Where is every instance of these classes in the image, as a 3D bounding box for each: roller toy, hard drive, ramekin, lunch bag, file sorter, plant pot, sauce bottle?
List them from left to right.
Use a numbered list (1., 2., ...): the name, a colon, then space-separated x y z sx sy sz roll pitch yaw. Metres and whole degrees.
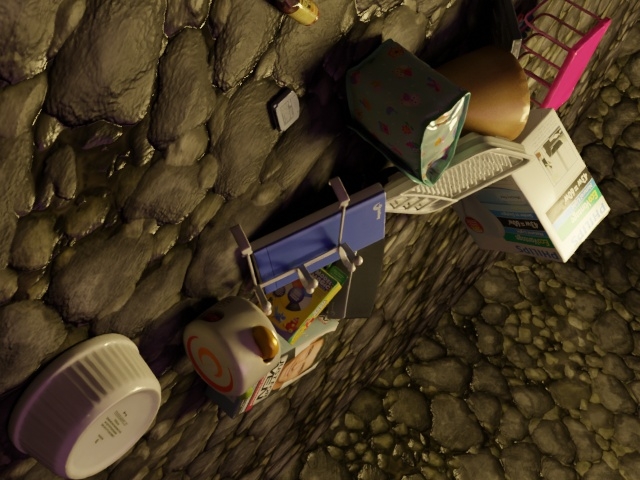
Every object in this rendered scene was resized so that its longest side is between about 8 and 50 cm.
1. ramekin: -0.415 0.313 1.315 0.273 0.127 0.273 -42 157 -23
2. roller toy: -0.186 0.222 1.549 0.146 0.191 0.209 -36 159 -36
3. sauce bottle: -0.044 -0.367 1.108 0.042 0.042 0.128 -57 160 13
4. hard drive: 0.000 0.000 1.638 0.319 0.040 0.210 -26 153 -10
5. hard drive: 0.103 0.094 1.969 0.172 0.054 0.254 7 95 -52
6. lunch bag: 0.173 -0.246 1.496 0.160 0.223 0.262 -40 157 -17
7. plant pot: 0.315 -0.320 1.697 0.254 0.237 0.237 -17 145 -21
8. file sorter: 0.632 -0.506 2.020 0.202 0.182 0.290 -41 159 -30

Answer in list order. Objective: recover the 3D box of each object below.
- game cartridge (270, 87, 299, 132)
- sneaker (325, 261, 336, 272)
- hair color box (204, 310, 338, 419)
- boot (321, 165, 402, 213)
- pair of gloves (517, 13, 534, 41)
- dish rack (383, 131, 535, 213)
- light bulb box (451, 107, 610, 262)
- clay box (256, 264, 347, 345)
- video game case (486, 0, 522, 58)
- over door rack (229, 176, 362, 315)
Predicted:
1. game cartridge: -0.063 -0.239 1.312 0.056 0.017 0.083 -42 157 -15
2. sneaker: 0.074 0.149 2.064 0.108 0.121 0.302 -52 159 -1
3. hair color box: -0.123 0.311 1.932 0.374 0.114 0.185 -22 143 -54
4. boot: 0.114 -0.117 1.757 0.246 0.094 0.207 -43 162 -6
5. pair of gloves: 0.530 -0.555 2.017 0.198 0.023 0.159 -56 160 12
6. dish rack: 0.315 -0.161 1.712 0.333 0.072 0.286 -27 163 35
7. light bulb box: 0.542 -0.156 2.018 0.225 0.358 0.361 -45 113 -17
8. clay box: -0.049 0.133 1.778 0.222 0.127 0.053 -50 158 -7
9. video game case: 0.451 -0.479 1.788 0.026 0.196 0.274 -6 153 2
10. over door rack: -0.040 0.037 1.498 0.240 0.108 0.324 -27 152 -9
